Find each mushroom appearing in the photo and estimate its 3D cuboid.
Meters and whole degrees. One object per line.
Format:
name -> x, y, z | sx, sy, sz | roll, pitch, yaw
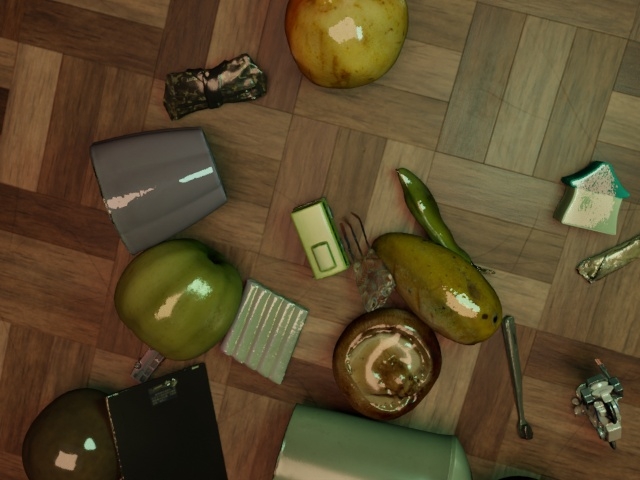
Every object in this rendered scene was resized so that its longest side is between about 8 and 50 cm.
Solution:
mushroom -> 0.148, 0.274, 1.705 | 0.253, 0.153, 0.253 | 0, 89, 6

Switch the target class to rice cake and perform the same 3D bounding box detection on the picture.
rice cake -> -0.132, 0.215, 1.787 | 0.189, 0.037, 0.198 | 29, 100, 1

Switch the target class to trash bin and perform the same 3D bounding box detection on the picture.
trash bin -> 0.122, 0.536, 1.692 | 0.431, 0.280, 0.281 | 13, 99, 7

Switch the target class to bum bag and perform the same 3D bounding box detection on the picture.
bum bag -> -0.242, -0.345, 1.701 | 0.247, 0.069, 0.102 | -15, 132, 7

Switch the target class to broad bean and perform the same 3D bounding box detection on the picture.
broad bean -> 0.262, -0.030, 1.697 | 0.075, 0.067, 0.325 | -41, 101, -26

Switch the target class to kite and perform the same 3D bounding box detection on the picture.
kite -> 0.100, 0.041, 1.684 | 0.127, 0.016, 0.229 | -42, 61, 45

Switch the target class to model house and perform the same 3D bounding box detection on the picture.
model house -> 0.585, -0.098, 1.635 | 0.127, 0.100, 0.149 | 14, 102, 3

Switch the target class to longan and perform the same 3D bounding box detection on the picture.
longan -> -0.561, 0.482, 1.774 | 0.257, 0.258, 0.258 | 1, 98, 6

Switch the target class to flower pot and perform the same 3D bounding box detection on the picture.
flower pot -> -0.341, -0.126, 1.656 | 0.243, 0.265, 0.265 | -18, 96, -2

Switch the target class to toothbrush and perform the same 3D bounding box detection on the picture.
toothbrush -> 0.452, 0.317, 1.746 | 0.030, 0.030, 0.298 | -12, 96, -19

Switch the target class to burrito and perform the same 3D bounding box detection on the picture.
burrito -> 0.653, 0.040, 1.679 | 0.171, 0.042, 0.051 | -29, 97, 6

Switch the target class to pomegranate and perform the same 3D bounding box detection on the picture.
pomegranate -> 0.053, -0.441, 1.559 | 0.264, 0.264, 0.265 | 1, 98, 6

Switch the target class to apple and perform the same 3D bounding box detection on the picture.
apple -> -0.320, 0.127, 1.703 | 0.279, 0.279, 0.279 | 1, 98, 6

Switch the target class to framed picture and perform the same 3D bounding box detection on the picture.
framed picture -> -0.352, 0.484, 1.779 | 0.255, 0.014, 0.339 | -15, 100, -35

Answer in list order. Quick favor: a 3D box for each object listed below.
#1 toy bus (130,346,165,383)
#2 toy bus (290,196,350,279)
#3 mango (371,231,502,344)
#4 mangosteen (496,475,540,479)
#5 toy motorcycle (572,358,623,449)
toy bus -> -0.405, 0.284, 1.826 | 0.052, 0.037, 0.131 | 38, 101, -2
toy bus -> 0.000, 0.000, 1.711 | 0.088, 0.101, 0.175 | -20, 97, 8
mango -> 0.249, 0.090, 1.647 | 0.329, 0.175, 0.177 | 49, 126, 18
mangosteen -> 0.451, 0.672, 1.685 | 0.287, 0.288, 0.288 | 1, 98, 6
toy motorcycle -> 0.613, 0.360, 1.664 | 0.102, 0.221, 0.150 | -20, 51, 6
